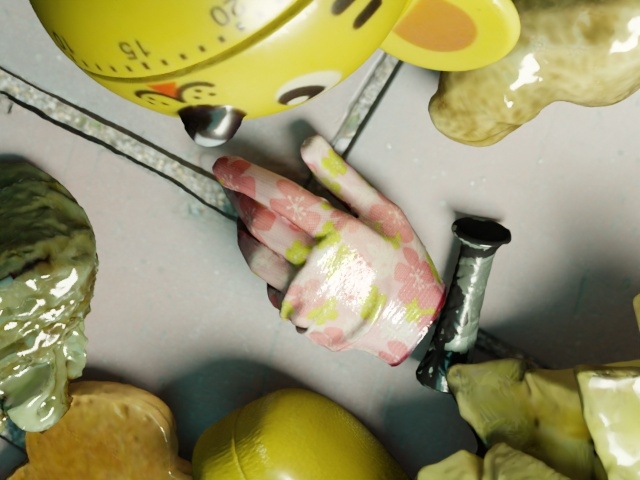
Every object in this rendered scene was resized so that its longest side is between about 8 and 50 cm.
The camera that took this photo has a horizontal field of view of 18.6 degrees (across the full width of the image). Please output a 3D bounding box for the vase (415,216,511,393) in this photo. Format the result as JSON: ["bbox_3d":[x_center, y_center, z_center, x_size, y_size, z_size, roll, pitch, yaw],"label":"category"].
[{"bbox_3d":[0.135,0.062,1.850,0.059,0.059,0.167,13,114,1],"label":"vase"}]

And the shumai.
[{"bbox_3d":[-0.320,0.067,1.868,0.256,0.189,0.218,-22,128,0],"label":"shumai"}]

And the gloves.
[{"bbox_3d":[-0.002,0.006,1.801,0.241,0.126,0.145,34,120,-7],"label":"gloves"}]

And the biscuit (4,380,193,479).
[{"bbox_3d":[-0.194,0.310,1.983,0.269,0.051,0.376,5,115,20],"label":"biscuit"}]

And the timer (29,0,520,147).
[{"bbox_3d":[-0.060,-0.236,1.608,0.376,0.376,0.387,-25,134,17],"label":"timer"}]

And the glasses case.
[{"bbox_3d":[0.035,0.297,1.900,0.141,0.173,0.371,-30,109,19],"label":"glasses case"}]

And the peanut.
[{"bbox_3d":[0.206,-0.169,1.707,0.253,0.122,0.137,-20,106,17],"label":"peanut"}]

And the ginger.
[{"bbox_3d":[0.233,0.236,1.693,0.358,0.211,0.413,23,76,15],"label":"ginger"}]
